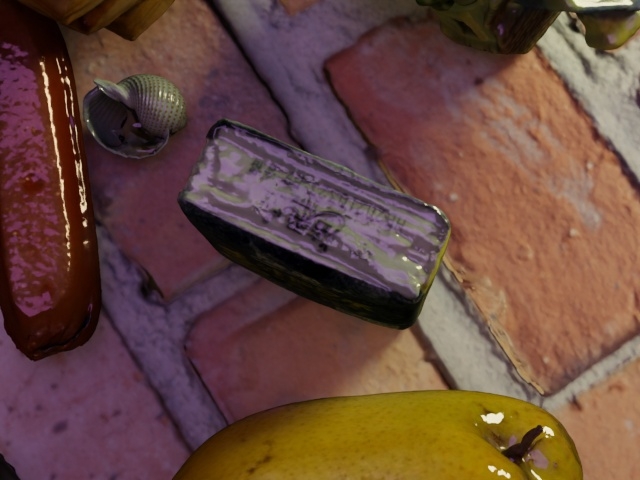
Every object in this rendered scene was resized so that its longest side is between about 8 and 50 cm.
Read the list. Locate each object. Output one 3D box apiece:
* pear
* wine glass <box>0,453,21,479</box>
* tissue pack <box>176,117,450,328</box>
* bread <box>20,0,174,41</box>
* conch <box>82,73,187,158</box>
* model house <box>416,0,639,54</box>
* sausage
[{"bbox_3d":[0.023,0.224,0.987,0.285,0.285,0.336,39,92,8],"label":"pear"},{"bbox_3d":[-0.335,0.258,1.087,0.222,0.103,0.103,-41,81,-6],"label":"wine glass"},{"bbox_3d":[0.000,0.000,1.049,0.185,0.257,0.081,22,83,5],"label":"tissue pack"},{"bbox_3d":[-0.198,-0.340,1.156,0.314,0.191,0.370,33,66,13],"label":"bread"},{"bbox_3d":[-0.159,-0.109,1.175,0.085,0.056,0.076,23,96,6],"label":"conch"},{"bbox_3d":[0.161,-0.227,1.112,0.189,0.214,0.195,42,78,-29],"label":"model house"},{"bbox_3d":[-0.244,-0.062,1.148,0.102,0.102,0.330,-11,77,-1],"label":"sausage"}]
